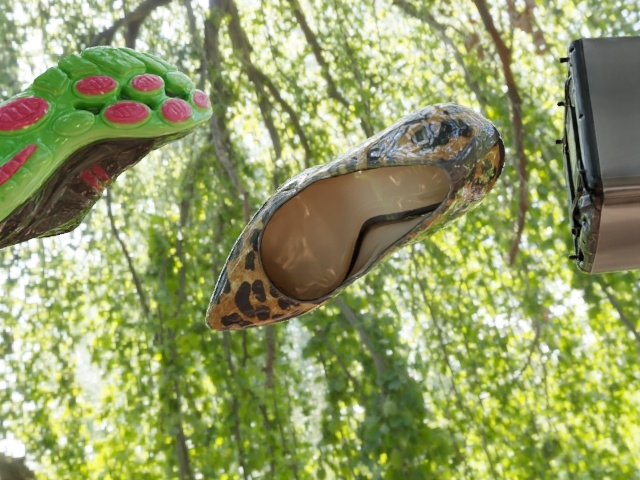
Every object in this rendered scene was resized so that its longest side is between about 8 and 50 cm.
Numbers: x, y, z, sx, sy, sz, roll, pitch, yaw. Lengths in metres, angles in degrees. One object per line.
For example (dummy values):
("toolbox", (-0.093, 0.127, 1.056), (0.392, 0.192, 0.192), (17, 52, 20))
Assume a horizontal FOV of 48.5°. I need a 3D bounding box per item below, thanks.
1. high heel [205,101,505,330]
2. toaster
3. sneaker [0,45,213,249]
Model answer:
("high heel", (0.000, 0.000, 0.470), (0.261, 0.093, 0.186), (-38, 4, 13))
("toaster", (0.273, -0.065, 0.628), (0.110, 0.186, 0.168), (-4, -28, 15))
("sneaker", (-0.371, -0.130, 1.036), (0.482, 0.185, 0.202), (-34, -11, -34))
